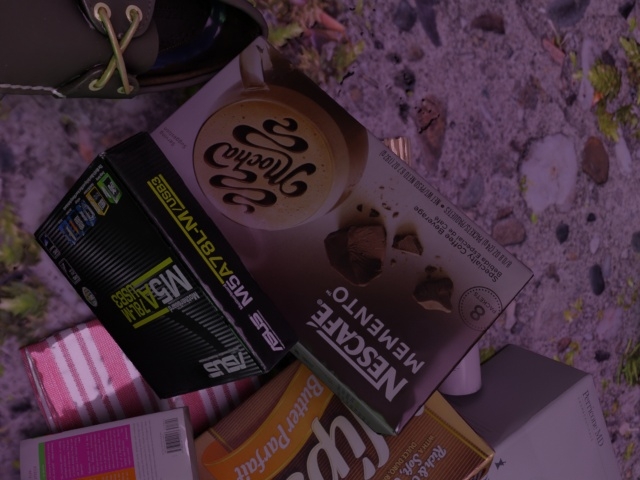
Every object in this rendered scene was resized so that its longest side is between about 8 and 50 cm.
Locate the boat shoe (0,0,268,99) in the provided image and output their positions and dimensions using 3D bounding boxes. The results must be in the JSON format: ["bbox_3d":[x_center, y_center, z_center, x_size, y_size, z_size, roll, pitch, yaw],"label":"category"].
[{"bbox_3d":[-0.145,-0.153,0.469,0.305,0.091,0.109,-35,151,-57],"label":"boat shoe"}]

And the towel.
[{"bbox_3d":[-0.159,0.125,0.626,0.197,0.029,0.144,-22,103,-22],"label":"towel"}]

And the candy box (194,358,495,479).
[{"bbox_3d":[-0.021,0.232,0.603,0.316,0.183,0.088,-36,152,-13],"label":"candy box"}]

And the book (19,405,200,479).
[{"bbox_3d":[-0.176,0.201,0.560,0.144,0.035,0.096,-11,78,3],"label":"book"}]

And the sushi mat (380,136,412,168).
[{"bbox_3d":[0.043,0.050,0.718,0.151,0.019,0.317,-10,101,-26],"label":"sushi mat"}]

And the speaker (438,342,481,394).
[{"bbox_3d":[0.152,0.104,0.758,0.055,0.055,0.136,-12,102,-24],"label":"speaker"}]

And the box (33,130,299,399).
[{"bbox_3d":[-0.129,0.033,0.518,0.045,0.190,0.184,-39,99,-39],"label":"box"}]

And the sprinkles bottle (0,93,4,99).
[{"bbox_3d":[-0.253,-0.180,0.484,0.121,0.121,0.356,37,81,-25],"label":"sprinkles bottle"}]

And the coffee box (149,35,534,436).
[{"bbox_3d":[0.000,0.000,0.561,0.297,0.119,0.168,43,77,8],"label":"coffee box"}]

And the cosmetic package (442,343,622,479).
[{"bbox_3d":[0.216,0.282,0.769,0.224,0.138,0.224,-30,109,-21],"label":"cosmetic package"}]
